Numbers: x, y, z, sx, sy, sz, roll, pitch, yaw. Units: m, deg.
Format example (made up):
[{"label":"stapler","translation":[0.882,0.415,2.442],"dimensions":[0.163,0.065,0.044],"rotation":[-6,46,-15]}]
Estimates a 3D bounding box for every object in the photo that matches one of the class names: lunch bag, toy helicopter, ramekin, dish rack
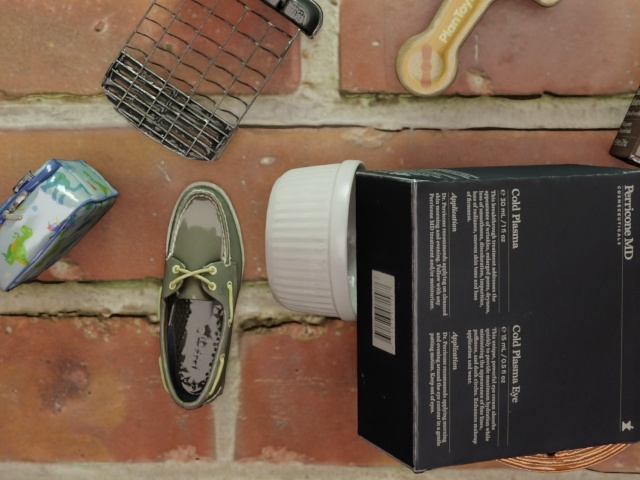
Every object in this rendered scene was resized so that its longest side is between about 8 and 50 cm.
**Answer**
[{"label":"lunch bag","translation":[-0.358,-0.021,1.665],"dimensions":[0.090,0.219,0.176],"rotation":[43,97,-2]},{"label":"toy helicopter","translation":[0.196,-0.349,1.652],"dimensions":[0.235,0.140,0.355],"rotation":[33,99,1]},{"label":"ramekin","translation":[0.000,0.000,1.663],"dimensions":[0.109,0.207,0.207],"rotation":[0,96,11]},{"label":"dish rack","translation":[-0.150,-0.250,1.709],"dimensions":[0.208,0.074,0.271],"rotation":[35,98,0]}]

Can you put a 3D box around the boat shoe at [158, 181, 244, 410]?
[{"label":"boat shoe","translation":[-0.162,0.075,1.730],"dimensions":[0.109,0.091,0.305],"rotation":[3,96,2]}]

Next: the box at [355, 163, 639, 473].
[{"label":"box","translation":[0.217,0.083,1.589],"dimensions":[0.312,0.179,0.343],"rotation":[-2,97,-20]}]

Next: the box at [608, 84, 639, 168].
[{"label":"box","translation":[0.493,-0.165,1.637],"dimensions":[0.167,0.168,0.203],"rotation":[23,96,1]}]

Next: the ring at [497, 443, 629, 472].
[{"label":"ring","translation":[0.310,0.147,1.748],"dimensions":[0.336,0.032,0.337],"rotation":[0,96,3]}]
